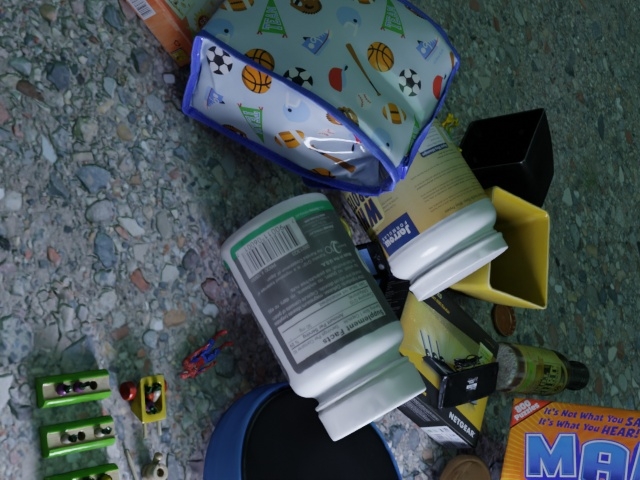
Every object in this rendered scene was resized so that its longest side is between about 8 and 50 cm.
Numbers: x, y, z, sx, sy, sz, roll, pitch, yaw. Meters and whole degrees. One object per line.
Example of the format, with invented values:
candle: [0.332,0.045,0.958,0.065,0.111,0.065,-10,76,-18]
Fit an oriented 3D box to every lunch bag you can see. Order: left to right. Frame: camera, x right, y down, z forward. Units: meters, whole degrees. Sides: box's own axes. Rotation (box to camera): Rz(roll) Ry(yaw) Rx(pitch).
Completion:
lunch bag: [0.014,-0.276,1.584,0.385,0.239,0.328,27,57,2]

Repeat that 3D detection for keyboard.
keyboard: [0.286,0.269,1.855,0.192,0.038,0.100,-3,105,-48]

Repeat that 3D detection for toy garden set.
toy garden set: [-0.290,0.303,1.333,0.204,0.049,0.244,-1,80,-47]

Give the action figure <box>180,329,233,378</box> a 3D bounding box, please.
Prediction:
action figure: [-0.183,0.184,1.496,0.115,0.030,0.038,-41,114,-42]

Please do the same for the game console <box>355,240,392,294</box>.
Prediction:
game console: [0.063,0.070,1.716,0.071,0.122,0.107,-33,104,-46]

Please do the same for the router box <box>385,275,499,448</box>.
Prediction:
router box: [0.221,0.235,1.870,0.309,0.081,0.243,42,52,-31]

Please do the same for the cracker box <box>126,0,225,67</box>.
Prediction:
cracker box: [-0.213,-0.428,1.600,0.156,0.067,0.232,51,49,-26]

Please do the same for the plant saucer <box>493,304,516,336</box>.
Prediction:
plant saucer: [0.417,0.177,2.144,0.083,0.013,0.083,15,69,-44]

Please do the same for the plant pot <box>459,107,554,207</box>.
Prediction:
plant pot: [0.431,-0.166,2.136,0.167,0.188,0.187,54,46,-31]

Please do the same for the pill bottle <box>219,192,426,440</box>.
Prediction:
pill bottle: [0.006,0.122,1.515,0.204,0.204,0.361,-18,75,-48]

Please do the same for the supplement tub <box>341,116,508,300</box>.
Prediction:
supplement tub: [0.182,-0.070,1.748,0.228,0.228,0.316,-20,75,-48]

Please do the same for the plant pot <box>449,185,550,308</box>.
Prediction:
plant pot: [0.339,0.028,1.968,0.212,0.187,0.212,19,69,-42]

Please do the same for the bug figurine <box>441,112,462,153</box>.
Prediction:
bug figurine: [0.216,-0.184,1.985,0.216,0.072,0.279,20,64,-44]

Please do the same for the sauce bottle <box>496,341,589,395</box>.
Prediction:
sauce bottle: [0.491,0.292,2.119,0.344,0.111,0.111,11,72,-43]

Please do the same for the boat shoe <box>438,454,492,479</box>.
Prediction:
boat shoe: [0.270,0.590,1.817,0.123,0.123,0.342,75,17,-71]

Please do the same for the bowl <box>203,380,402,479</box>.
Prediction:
bowl: [-0.008,0.407,1.508,0.391,0.077,0.391,27,46,-32]

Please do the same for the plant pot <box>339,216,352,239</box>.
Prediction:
plant pot: [0.000,0.000,1.689,0.134,0.095,0.134,14,70,-44]

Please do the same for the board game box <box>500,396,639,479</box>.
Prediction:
board game box: [0.554,0.560,1.852,0.356,0.356,0.356,61,39,-51]
